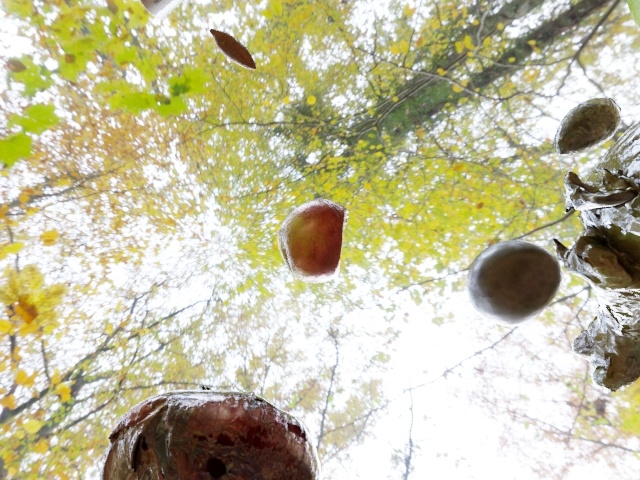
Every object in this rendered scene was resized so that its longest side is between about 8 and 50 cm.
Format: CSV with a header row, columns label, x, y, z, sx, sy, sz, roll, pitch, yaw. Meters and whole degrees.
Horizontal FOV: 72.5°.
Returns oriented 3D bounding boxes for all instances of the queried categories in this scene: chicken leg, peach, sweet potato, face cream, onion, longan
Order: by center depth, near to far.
label,x,y,z,sx,sy,sz,roll,pitch,yaw
chicken leg,0.323,0.014,0.377,0.361,0.211,0.140,49,-142,-45
onion,-0.139,0.304,0.498,0.272,0.195,0.272,1,-77,5
sweet potato,-0.135,-0.296,0.681,0.095,0.034,0.034,43,-100,1
longan,0.433,0.094,0.993,0.198,0.212,0.198,6,-134,-6
peach,0.000,0.000,1.023,0.192,0.190,0.190,-26,-85,-10
face cream,-0.331,-0.697,1.117,0.311,0.092,0.092,-25,-84,22

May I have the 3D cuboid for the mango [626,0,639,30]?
label,x,y,z,sx,sy,sz,roll,pitch,yaw
mango,0.418,-0.316,0.406,0.192,0.343,0.156,-7,-113,16

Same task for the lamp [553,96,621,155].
label,x,y,z,sx,sy,sz,roll,pitch,yaw
lamp,0.560,-0.240,0.915,0.250,0.101,0.101,-32,-84,-28
